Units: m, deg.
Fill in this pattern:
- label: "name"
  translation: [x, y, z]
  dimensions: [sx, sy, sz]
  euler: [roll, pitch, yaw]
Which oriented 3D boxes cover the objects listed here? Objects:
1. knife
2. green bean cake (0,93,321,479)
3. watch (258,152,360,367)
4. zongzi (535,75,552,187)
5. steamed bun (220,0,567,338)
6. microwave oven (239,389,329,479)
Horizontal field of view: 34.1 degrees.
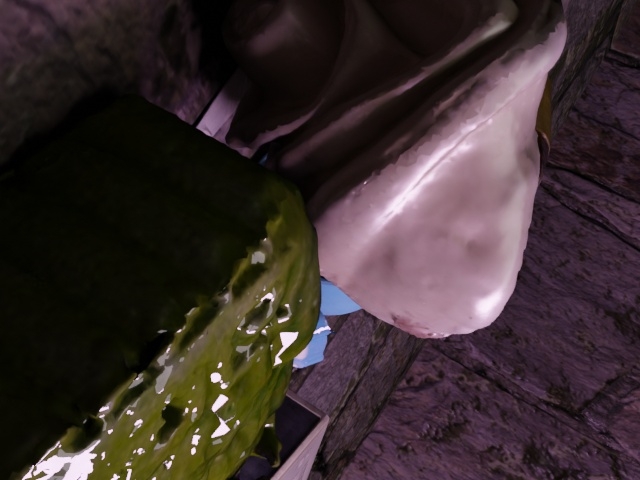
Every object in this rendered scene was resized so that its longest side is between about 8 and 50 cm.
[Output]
- label: "knife"
  translation: [-0.030, -0.186, 0.928]
  dimensions: [0.298, 0.017, 0.047]
  euler: [-51, 161, -17]
- label: "green bean cake"
  translation: [-0.150, 0.111, 0.724]
  dimensions: [0.335, 0.218, 0.319]
  euler: [-52, 163, -33]
- label: "watch"
  translation: [0.000, 0.000, 1.048]
  dimensions: [0.193, 0.211, 0.211]
  euler: [-35, 158, -17]
- label: "zongzi"
  translation: [0.233, -0.106, 1.514]
  dimensions: [0.317, 0.154, 0.289]
  euler: [100, 2, -56]
- label: "steamed bun"
  translation: [0.029, -0.107, 0.820]
  dimensions: [0.309, 0.220, 0.324]
  euler: [-118, -144, -63]
- label: "microwave oven"
  translation: [-0.122, 0.314, 1.343]
  dimensions: [0.240, 0.145, 0.194]
  euler: [-43, 160, -48]
